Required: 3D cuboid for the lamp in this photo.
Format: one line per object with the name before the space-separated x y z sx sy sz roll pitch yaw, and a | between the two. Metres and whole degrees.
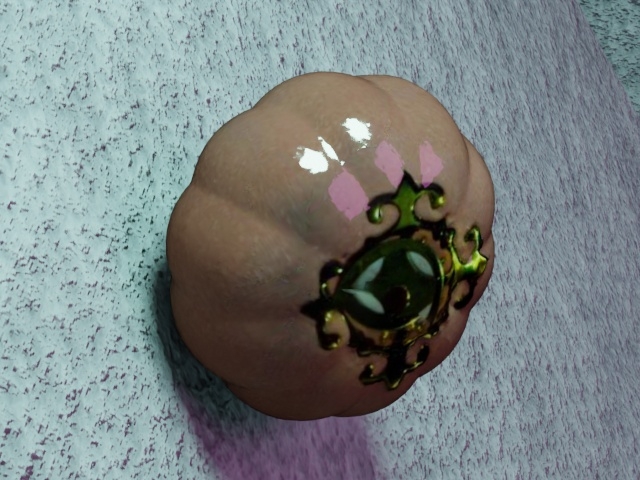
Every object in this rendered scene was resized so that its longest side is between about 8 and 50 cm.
lamp | 0.000 0.000 1.540 0.305 0.239 0.305 -16 117 -34
